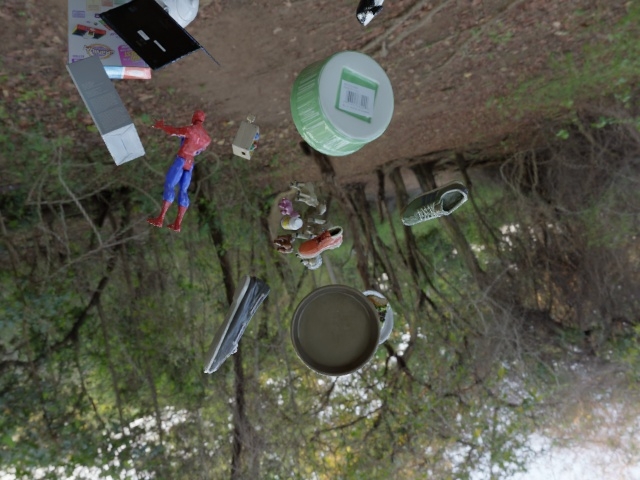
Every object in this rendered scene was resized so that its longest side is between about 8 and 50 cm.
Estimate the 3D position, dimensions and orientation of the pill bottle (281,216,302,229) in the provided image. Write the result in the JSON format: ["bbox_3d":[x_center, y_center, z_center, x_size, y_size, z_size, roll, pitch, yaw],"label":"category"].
[{"bbox_3d":[-0.095,-0.059,1.675,0.043,0.044,0.083,-17,-168,-33],"label":"pill bottle"}]

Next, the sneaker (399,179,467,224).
[{"bbox_3d":[0.302,-0.093,1.311,0.192,0.064,0.086,-29,-159,10],"label":"sneaker"}]

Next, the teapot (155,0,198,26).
[{"bbox_3d":[-0.572,-0.959,1.975,0.186,0.256,0.252,14,175,17],"label":"teapot"}]

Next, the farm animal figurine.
[{"bbox_3d":[-0.047,-0.073,2.167,0.172,0.331,0.326,9,-166,-40],"label":"farm animal figurine"}]

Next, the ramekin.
[{"bbox_3d":[0.075,-0.418,1.495,0.303,0.304,0.148,-17,-173,-27],"label":"ramekin"}]

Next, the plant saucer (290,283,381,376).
[{"bbox_3d":[0.046,0.273,1.512,0.277,0.278,0.041,-17,178,-5],"label":"plant saucer"}]

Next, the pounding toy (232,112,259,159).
[{"bbox_3d":[-0.327,-0.490,2.309,0.094,0.206,0.181,21,169,-3],"label":"pounding toy"}]

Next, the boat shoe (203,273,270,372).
[{"bbox_3d":[-0.260,0.272,1.550,0.095,0.335,0.112,25,178,-19],"label":"boat shoe"}]

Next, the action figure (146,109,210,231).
[{"bbox_3d":[-0.346,-0.176,1.156,0.139,0.281,0.091,20,179,34],"label":"action figure"}]

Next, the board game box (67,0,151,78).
[{"bbox_3d":[-0.677,-0.676,1.586,0.242,0.317,0.064,-3,166,-15],"label":"board game box"}]

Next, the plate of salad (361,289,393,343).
[{"bbox_3d":[0.192,0.279,1.795,0.199,0.200,0.048,-17,179,-34],"label":"plate of salad"}]

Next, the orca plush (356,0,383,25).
[{"bbox_3d":[0.201,-0.948,1.869,0.102,0.151,0.287,17,160,-22],"label":"orca plush"}]

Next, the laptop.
[{"bbox_3d":[-0.463,-0.588,1.463,0.264,0.234,0.137,-42,173,-30],"label":"laptop"}]

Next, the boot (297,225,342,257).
[{"bbox_3d":[0.000,0.000,1.557,0.157,0.059,0.085,-22,157,-19],"label":"boot"}]

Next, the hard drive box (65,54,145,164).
[{"bbox_3d":[-0.590,-0.356,1.371,0.089,0.232,0.181,-27,169,-16],"label":"hard drive box"}]
